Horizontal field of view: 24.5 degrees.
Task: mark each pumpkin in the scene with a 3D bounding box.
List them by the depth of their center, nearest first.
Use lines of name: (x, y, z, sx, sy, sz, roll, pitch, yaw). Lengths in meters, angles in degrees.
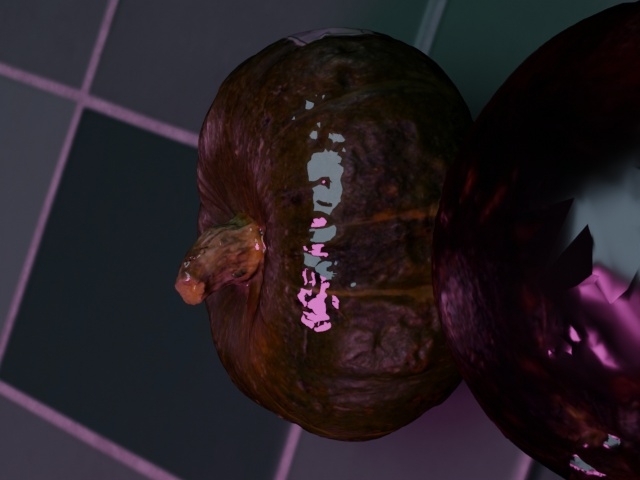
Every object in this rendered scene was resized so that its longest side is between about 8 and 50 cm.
pumpkin: (-0.003, 0.001, 0.918, 0.260, 0.189, 0.260, 169, 90, -73)

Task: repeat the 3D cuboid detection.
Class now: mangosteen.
mangosteen: (0.204, -0.003, 0.735, 0.297, 0.297, 0.293, 14, 85, 37)
